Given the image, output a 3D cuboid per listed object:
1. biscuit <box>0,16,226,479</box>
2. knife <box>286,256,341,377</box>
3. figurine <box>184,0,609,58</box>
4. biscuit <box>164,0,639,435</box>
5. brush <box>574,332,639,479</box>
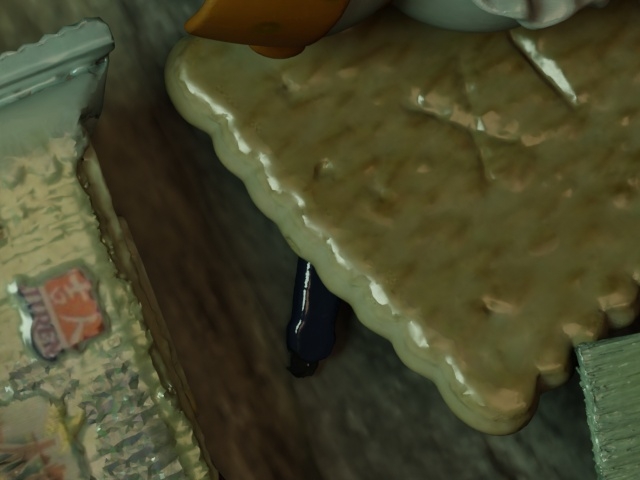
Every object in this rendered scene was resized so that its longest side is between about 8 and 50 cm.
[{"bbox_3d":[-0.110,0.085,0.694,0.186,0.079,0.309,-22,97,-11],"label":"biscuit"},{"bbox_3d":[0.000,0.000,0.761,0.031,0.018,0.121,9,88,-20],"label":"knife"},{"bbox_3d":[0.020,-0.127,0.674,0.271,0.143,0.143,21,84,-31],"label":"figurine"},{"bbox_3d":[0.115,-0.089,0.755,0.325,0.044,0.217,-41,84,-16],"label":"biscuit"},{"bbox_3d":[0.202,0.061,0.719,0.205,0.011,0.083,-12,95,-17],"label":"brush"}]
